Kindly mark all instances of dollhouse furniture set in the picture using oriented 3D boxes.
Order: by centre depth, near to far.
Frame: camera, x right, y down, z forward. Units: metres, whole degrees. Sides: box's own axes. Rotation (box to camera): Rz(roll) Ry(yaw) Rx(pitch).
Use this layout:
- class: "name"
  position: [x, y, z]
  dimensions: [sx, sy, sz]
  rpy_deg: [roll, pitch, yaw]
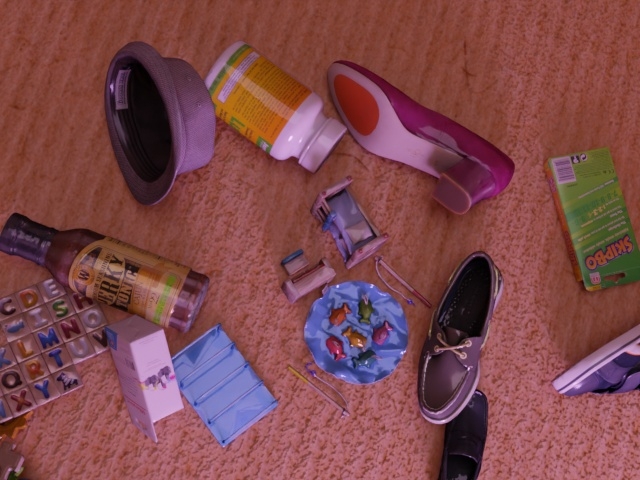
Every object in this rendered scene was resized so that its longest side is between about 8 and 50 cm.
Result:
- class: "dollhouse furniture set"
  position: [0.000, 0.000, 1.653]
  dimensions: [0.184, 0.129, 0.129]
  rpy_deg: [-31, 83, -13]

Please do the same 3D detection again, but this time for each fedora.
- class: "fedora"
  position: [-0.261, -0.205, 1.640]
  dimensions: [0.124, 0.244, 0.275]
  rpy_deg: [-13, 73, -37]

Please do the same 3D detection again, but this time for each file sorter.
- class: "file sorter"
  position: [-0.163, 0.235, 1.589]
  dimensions: [0.118, 0.104, 0.170]
  rpy_deg: [-36, 84, -15]

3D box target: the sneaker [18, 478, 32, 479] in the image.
- class: "sneaker"
  position: [-0.422, 0.506, 1.477]
  dimensions: [0.112, 0.131, 0.296]
  rpy_deg: [-23, 80, -10]

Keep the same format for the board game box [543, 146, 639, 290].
- class: "board game box"
  position: [0.508, -0.039, 1.782]
  dimensions: [0.124, 0.039, 0.259]
  rpy_deg: [-11, 76, -10]

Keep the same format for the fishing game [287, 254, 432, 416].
- class: "fishing game"
  position: [0.066, 0.156, 1.673]
  dimensions: [0.189, 0.041, 0.264]
  rpy_deg: [43, 75, 1]

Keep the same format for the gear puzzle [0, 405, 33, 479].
- class: "gear puzzle"
  position: [-0.551, 0.392, 1.508]
  dimensions: [0.175, 0.044, 0.339]
  rpy_deg: [6, 60, 25]

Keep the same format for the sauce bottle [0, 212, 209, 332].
- class: "sauce bottle"
  position: [-0.362, 0.048, 1.603]
  dimensions: [0.344, 0.111, 0.111]
  rpy_deg: [20, 75, -2]

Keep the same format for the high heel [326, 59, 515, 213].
- class: "high heel"
  position: [0.182, -0.208, 1.763]
  dimensions: [0.377, 0.127, 0.181]
  rpy_deg: [48, 47, 9]

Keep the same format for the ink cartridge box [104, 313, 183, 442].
- class: "ink cartridge box"
  position: [-0.280, 0.221, 1.551]
  dimensions: [0.062, 0.104, 0.181]
  rpy_deg: [-22, 112, -30]

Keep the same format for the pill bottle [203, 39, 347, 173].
- class: "pill bottle"
  position: [-0.081, -0.228, 1.691]
  dimensions: [0.246, 0.136, 0.136]
  rpy_deg: [36, 75, 2]

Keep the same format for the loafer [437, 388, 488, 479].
- class: "loafer"
  position: [0.244, 0.359, 1.629]
  dimensions: [0.076, 0.078, 0.223]
  rpy_deg: [17, 75, -4]

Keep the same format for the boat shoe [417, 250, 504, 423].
- class: "boat shoe"
  position: [0.234, 0.162, 1.653]
  dimensions: [0.109, 0.091, 0.305]
  rpy_deg: [15, 72, 22]

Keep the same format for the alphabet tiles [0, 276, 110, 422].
- class: "alphabet tiles"
  position: [-0.468, 0.170, 1.584]
  dimensions: [0.237, 0.009, 0.198]
  rpy_deg: [-24, 72, -20]

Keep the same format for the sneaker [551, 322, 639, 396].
- class: "sneaker"
  position: [0.564, 0.212, 1.684]
  dimensions: [0.321, 0.126, 0.127]
  rpy_deg: [-27, 76, -14]
